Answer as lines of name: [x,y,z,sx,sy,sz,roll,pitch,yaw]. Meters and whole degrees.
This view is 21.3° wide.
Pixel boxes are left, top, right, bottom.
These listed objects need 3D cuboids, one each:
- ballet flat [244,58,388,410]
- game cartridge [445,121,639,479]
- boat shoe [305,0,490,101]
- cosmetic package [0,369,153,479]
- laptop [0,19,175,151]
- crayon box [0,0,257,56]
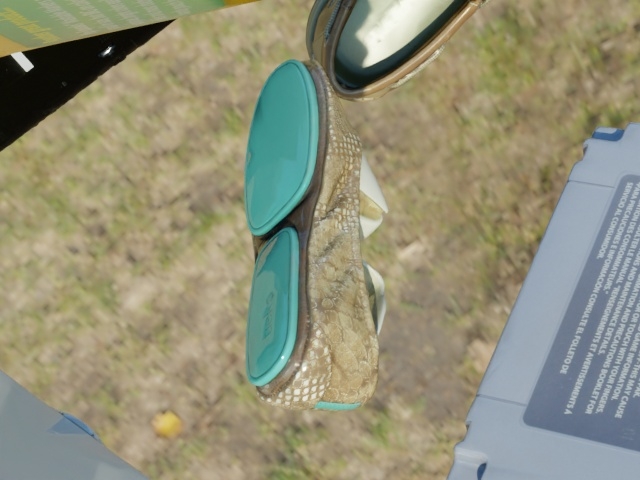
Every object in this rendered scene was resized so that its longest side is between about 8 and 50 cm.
ballet flat: [0.000,0.000,0.849,0.073,0.067,0.206,-37,39,42]
game cartridge: [0.219,0.058,1.066,0.198,0.062,0.297,14,58,24]
boat shoe: [0.107,-0.231,1.282,0.324,0.122,0.120,-55,9,18]
cosmetic package: [-0.307,0.236,1.159,0.217,0.385,0.156,32,117,27]
laptop: [-0.191,-0.230,1.071,0.264,0.234,0.136,-37,36,5]
crayon box: [-0.008,-0.120,0.471,0.323,0.203,0.083,-12,91,0]
